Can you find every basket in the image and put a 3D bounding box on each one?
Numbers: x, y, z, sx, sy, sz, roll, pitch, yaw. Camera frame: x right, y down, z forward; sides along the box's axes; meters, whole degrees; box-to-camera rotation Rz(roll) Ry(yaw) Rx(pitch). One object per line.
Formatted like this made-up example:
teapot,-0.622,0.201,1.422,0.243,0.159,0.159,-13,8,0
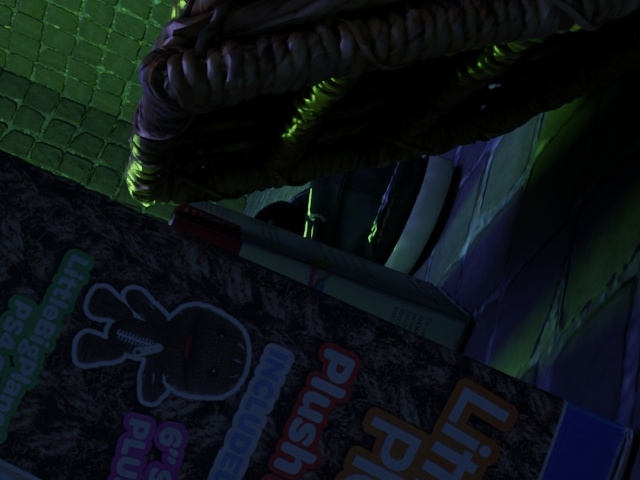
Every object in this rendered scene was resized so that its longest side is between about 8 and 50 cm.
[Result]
basket,0.045,-0.098,0.587,0.299,0.213,0.223,148,142,-77

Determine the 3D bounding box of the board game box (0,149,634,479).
board game box,-0.069,0.086,0.513,0.232,0.291,0.141,143,151,-76

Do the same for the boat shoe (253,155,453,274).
boat shoe,-0.001,0.004,1.035,0.340,0.113,0.127,132,159,-71

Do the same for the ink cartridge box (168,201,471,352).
ink cartridge box,-0.014,0.039,0.753,0.127,0.175,0.072,-121,51,-82
